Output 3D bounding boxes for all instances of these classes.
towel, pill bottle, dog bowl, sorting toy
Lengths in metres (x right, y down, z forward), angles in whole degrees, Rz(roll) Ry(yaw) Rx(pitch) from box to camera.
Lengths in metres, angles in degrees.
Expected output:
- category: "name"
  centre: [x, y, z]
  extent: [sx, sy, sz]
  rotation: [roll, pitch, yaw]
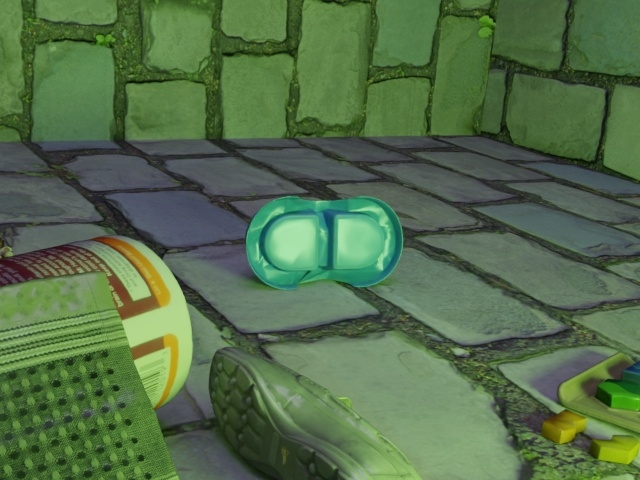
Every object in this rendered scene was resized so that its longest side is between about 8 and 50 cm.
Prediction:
- category: "towel"
  centre: [-0.280, 0.191, 0.708]
  extent: [0.324, 0.056, 0.312]
  rotation: [-11, 67, -34]
- category: "pill bottle"
  centre: [-0.346, 0.134, 0.899]
  extent: [0.224, 0.224, 0.392]
  rotation: [17, 20, 34]
- category: "dog bowl"
  centre: [0.000, 0.000, 1.564]
  extent: [0.297, 0.166, 0.074]
  rotation: [-1, 7, -20]
- category: "sorting toy"
  centre: [0.440, 0.224, 1.142]
  extent: [0.229, 0.041, 0.307]
  rotation: [20, 22, 40]

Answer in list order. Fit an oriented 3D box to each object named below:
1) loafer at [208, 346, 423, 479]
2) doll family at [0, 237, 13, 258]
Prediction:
- category: "loafer"
  centre: [-0.016, 0.212, 0.953]
  extent: [0.111, 0.112, 0.319]
  rotation: [-3, 25, -39]
- category: "doll family"
  centre: [-0.557, 0.081, 1.252]
  extent: [0.263, 0.118, 0.163]
  rotation: [-12, 23, 4]
